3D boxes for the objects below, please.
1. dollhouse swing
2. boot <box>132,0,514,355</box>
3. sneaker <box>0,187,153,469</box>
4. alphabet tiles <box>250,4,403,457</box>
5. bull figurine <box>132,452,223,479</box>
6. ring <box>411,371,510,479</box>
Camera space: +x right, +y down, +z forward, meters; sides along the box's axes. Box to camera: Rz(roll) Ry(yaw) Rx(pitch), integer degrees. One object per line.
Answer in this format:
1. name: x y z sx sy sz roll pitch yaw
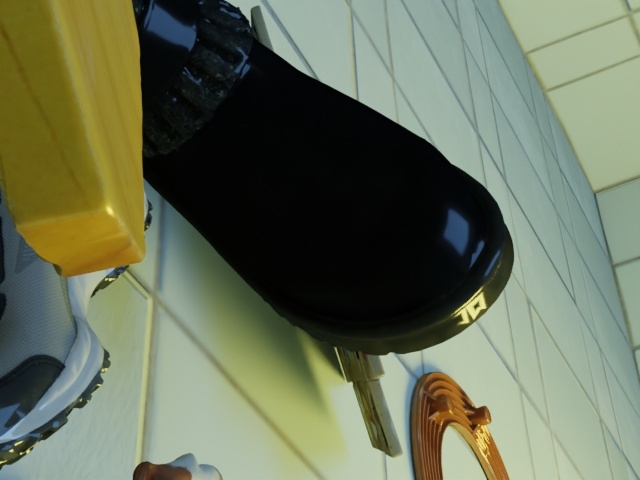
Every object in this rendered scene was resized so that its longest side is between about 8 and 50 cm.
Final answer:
1. dollhouse swing: -0.208 -0.174 0.405 0.347 0.315 0.305 -107 -159 -62
2. boot: -0.067 -0.087 0.736 0.348 0.131 0.260 30 -15 39
3. sneaker: -0.158 0.022 0.615 0.108 0.100 0.271 50 19 -24
4. alphabet tiles: 0.000 0.000 1.020 0.285 0.011 0.342 110 -38 -82
5. bull figurine: -0.066 0.251 0.610 0.188 0.101 0.310 -25 97 -76
6. ring: 0.175 0.294 1.356 0.336 0.032 0.336 56 22 -37
